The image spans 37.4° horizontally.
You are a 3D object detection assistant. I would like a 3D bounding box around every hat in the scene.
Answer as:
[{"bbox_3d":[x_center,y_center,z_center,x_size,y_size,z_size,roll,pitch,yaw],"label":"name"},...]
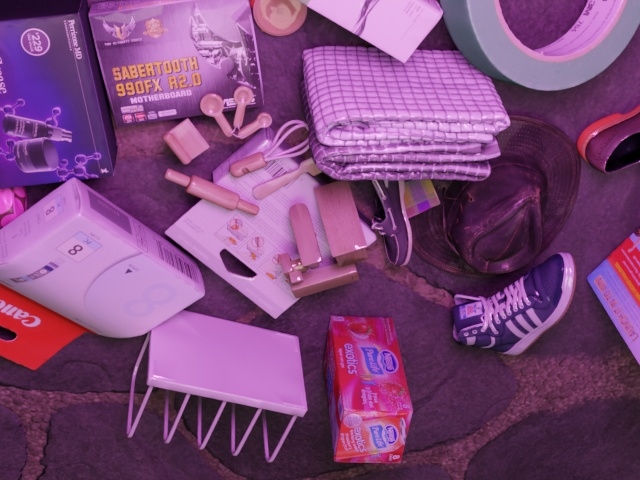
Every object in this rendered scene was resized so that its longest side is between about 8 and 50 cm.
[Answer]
[{"bbox_3d":[0.302,-0.042,1.588,0.331,0.134,0.331,-3,124,-5],"label":"hat"}]

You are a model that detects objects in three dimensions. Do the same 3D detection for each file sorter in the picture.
[{"bbox_3d":[-0.190,0.264,1.689,0.278,0.193,0.173,15,123,-17],"label":"file sorter"}]

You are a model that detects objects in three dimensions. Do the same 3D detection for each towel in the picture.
[{"bbox_3d":[0.117,-0.191,1.402,0.284,0.235,0.121,-1,127,-7],"label":"towel"},{"bbox_3d":[0.159,-0.075,1.581,0.083,0.009,0.060,-25,85,41],"label":"towel"}]

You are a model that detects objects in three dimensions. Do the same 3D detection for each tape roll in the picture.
[{"bbox_3d":[0.321,-0.376,1.330,0.321,0.077,0.321,-8,111,-23],"label":"tape roll"}]

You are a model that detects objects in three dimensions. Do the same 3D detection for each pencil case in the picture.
[{"bbox_3d":[-0.572,-0.050,1.488,0.209,0.095,0.098,0,144,-6],"label":"pencil case"}]

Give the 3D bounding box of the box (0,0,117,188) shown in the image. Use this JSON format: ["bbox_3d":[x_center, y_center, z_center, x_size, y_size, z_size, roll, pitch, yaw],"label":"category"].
[{"bbox_3d":[-0.414,-0.219,1.389,0.184,0.103,0.261,-9,124,-5],"label":"box"}]

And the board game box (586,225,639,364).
[{"bbox_3d":[0.638,0.068,1.603,0.086,0.308,0.302,29,116,-26],"label":"board game box"}]

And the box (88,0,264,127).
[{"bbox_3d":[-0.209,-0.275,1.404,0.231,0.056,0.183,-8,125,-3],"label":"box"}]

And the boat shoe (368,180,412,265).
[{"bbox_3d":[0.106,-0.044,1.585,0.065,0.075,0.206,-20,119,-21],"label":"boat shoe"}]

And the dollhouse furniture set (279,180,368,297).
[{"bbox_3d":[0.000,0.000,1.566,0.144,0.123,0.151,-16,159,3],"label":"dollhouse furniture set"}]

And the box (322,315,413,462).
[{"bbox_3d":[0.078,0.259,1.682,0.123,0.257,0.128,3,123,-8],"label":"box"}]

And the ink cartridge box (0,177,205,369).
[{"bbox_3d":[-0.433,0.097,1.546,0.385,0.091,0.308,-34,141,14],"label":"ink cartridge box"}]

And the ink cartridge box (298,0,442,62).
[{"bbox_3d":[0.046,-0.361,1.320,0.219,0.160,0.092,26,117,-22],"label":"ink cartridge box"}]

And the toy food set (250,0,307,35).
[{"bbox_3d":[-0.061,-0.344,1.401,0.083,0.020,0.083,-7,125,-3],"label":"toy food set"}]

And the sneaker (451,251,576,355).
[{"bbox_3d":[0.333,0.112,1.686,0.153,0.099,0.282,10,141,-12],"label":"sneaker"}]

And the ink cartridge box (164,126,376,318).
[{"bbox_3d":[-0.082,-0.023,1.590,0.239,0.060,0.275,-39,120,18],"label":"ink cartridge box"}]

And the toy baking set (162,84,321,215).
[{"bbox_3d":[-0.113,-0.128,1.462,0.256,0.030,0.197,27,115,-23],"label":"toy baking set"}]

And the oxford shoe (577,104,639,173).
[{"bbox_3d":[0.563,-0.187,1.544,0.271,0.098,0.097,-31,122,9],"label":"oxford shoe"}]
